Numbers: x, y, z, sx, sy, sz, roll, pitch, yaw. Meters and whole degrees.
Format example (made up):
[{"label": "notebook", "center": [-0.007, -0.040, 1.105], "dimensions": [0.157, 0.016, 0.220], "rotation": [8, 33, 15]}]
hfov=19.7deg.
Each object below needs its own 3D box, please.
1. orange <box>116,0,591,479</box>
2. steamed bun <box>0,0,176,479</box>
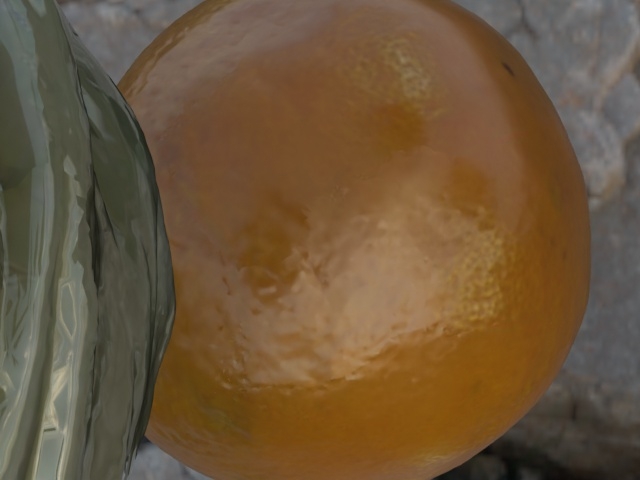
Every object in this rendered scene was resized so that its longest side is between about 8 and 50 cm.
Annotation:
[{"label": "orange", "center": [0.000, 0.000, 1.060], "dimensions": [0.312, 0.312, 0.312], "rotation": [-2, 51, 3]}, {"label": "steamed bun", "center": [-0.198, 0.029, 0.442], "dimensions": [0.342, 0.368, 0.255], "rotation": [-46, 24, 3]}]
